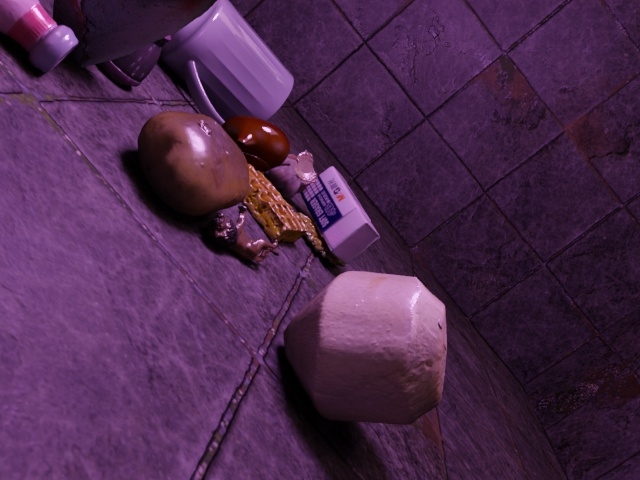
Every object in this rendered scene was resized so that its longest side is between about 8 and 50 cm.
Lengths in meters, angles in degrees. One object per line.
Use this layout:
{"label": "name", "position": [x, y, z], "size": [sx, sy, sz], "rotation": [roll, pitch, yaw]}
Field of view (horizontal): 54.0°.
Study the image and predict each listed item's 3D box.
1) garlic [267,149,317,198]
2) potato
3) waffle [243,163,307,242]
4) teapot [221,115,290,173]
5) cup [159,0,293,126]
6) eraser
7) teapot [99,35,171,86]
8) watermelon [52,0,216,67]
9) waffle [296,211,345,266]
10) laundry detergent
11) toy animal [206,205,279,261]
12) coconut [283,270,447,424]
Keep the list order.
{"label": "garlic", "position": [-0.098, -0.191, 1.785], "size": [0.194, 0.127, 0.131], "rotation": [14, -50, 66]}
{"label": "potato", "position": [-0.211, -0.139, 1.115], "size": [0.192, 0.141, 0.296], "rotation": [54, 10, 3]}
{"label": "waffle", "position": [-0.127, -0.091, 1.478], "size": [0.211, 0.055, 0.160], "rotation": [53, 13, 12]}
{"label": "teapot", "position": [-0.170, -0.217, 1.568], "size": [0.178, 0.135, 0.252], "rotation": [19, -14, 9]}
{"label": "cup", "position": [-0.271, -0.452, 1.687], "size": [0.327, 0.236, 0.323], "rotation": [44, 44, -35]}
{"label": "eraser", "position": [0.048, -0.075, 1.721], "size": [0.086, 0.130, 0.287], "rotation": [42, 13, -39]}
{"label": "teapot", "position": [-0.376, -0.401, 1.260], "size": [0.148, 0.146, 0.116], "rotation": [57, 13, 25]}
{"label": "watermelon", "position": [-0.344, -0.459, 1.043], "size": [0.214, 0.319, 0.290], "rotation": [-71, 148, -65]}
{"label": "waffle", "position": [0.000, 0.000, 1.712], "size": [0.183, 0.036, 0.169], "rotation": [31, 22, -53]}
{"label": "laundry detergent", "position": [-0.505, -0.393, 0.910], "size": [0.335, 0.088, 0.159], "rotation": [46, 18, -23]}
{"label": "toy animal", "position": [-0.142, -0.008, 1.163], "size": [0.220, 0.069, 0.086], "rotation": [26, 49, -53]}
{"label": "coconut", "position": [0.067, 0.167, 1.000], "size": [0.237, 0.265, 0.237], "rotation": [-1, 90, -74]}
